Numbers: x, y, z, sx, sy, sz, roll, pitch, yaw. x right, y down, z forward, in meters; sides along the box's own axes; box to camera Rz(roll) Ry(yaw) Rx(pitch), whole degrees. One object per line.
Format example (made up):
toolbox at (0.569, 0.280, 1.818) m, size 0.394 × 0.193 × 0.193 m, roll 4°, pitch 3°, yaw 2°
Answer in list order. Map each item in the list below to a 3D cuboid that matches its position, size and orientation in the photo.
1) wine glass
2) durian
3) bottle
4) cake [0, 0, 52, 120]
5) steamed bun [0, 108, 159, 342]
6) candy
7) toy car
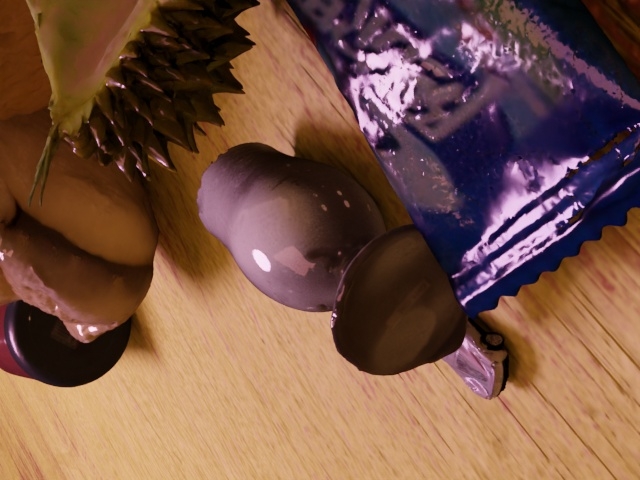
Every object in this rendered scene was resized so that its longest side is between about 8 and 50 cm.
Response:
wine glass at (0.000, 0.000, 0.672) m, size 0.222 × 0.103 × 0.103 m, roll 35°, pitch 138°, yaw 53°
durian at (-0.133, -0.211, 0.645) m, size 0.157 × 0.170 × 0.355 m, roll 178°, pitch 78°, yaw -86°
bottle at (-0.357, 0.105, 1.302) m, size 0.336 × 0.144 × 0.144 m, roll -7°, pitch 104°, yaw 62°
cake at (-0.274, -0.268, 0.805) m, size 0.286 × 0.227 × 0.222 m, roll 57°, pitch 150°, yaw 17°
steamed bun at (-0.341, -0.048, 0.947) m, size 0.230 × 0.372 × 0.324 m, roll -50°, pitch 41°, yaw 21°
candy at (0.047, -0.128, 0.527) m, size 0.331 × 0.077 × 0.187 m, roll 62°, pitch 152°, yaw 15°
toy car at (0.084, 0.063, 0.652) m, size 0.093 × 0.025 × 0.041 m, roll 40°, pitch 141°, yaw 41°
